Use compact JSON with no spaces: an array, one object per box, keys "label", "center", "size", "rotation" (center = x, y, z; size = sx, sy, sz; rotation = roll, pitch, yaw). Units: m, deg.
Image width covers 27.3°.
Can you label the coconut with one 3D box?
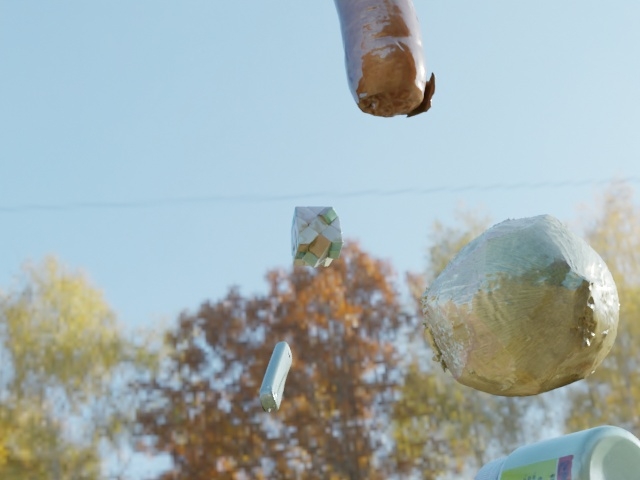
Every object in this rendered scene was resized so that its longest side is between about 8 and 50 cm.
[{"label":"coconut","center":[0.204,0.065,1.302],"size":[0.194,0.194,0.194],"rotation":[-4,-35,-3]}]

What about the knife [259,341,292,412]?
[{"label":"knife","center":[-0.060,0.193,1.847],"size":[0.023,0.162,0.044],"rotation":[-18,-72,13]}]

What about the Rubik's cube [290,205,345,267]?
[{"label":"Rubik's cube","center":[-0.001,-0.001,1.767],"size":[0.073,0.084,0.075],"rotation":[-1,-16,-11]}]

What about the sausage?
[{"label":"sausage","center":[0.037,-0.323,1.437],"size":[0.094,0.419,0.094],"rotation":[-15,-24,2]}]

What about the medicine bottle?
[{"label":"medicine bottle","center":[0.305,0.319,1.662],"size":[0.139,0.139,0.225],"rotation":[15,-24,-28]}]
